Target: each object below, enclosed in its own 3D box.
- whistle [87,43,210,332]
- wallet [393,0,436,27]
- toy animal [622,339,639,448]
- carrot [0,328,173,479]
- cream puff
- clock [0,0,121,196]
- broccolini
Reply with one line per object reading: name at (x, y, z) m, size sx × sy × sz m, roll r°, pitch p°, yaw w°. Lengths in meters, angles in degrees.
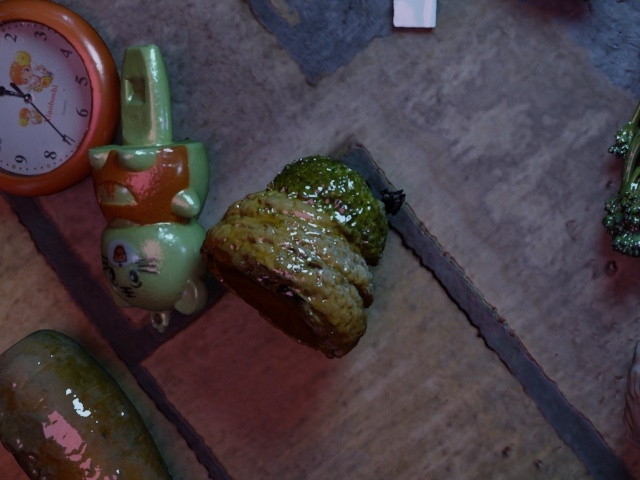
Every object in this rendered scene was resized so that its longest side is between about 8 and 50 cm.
whistle at (-0.170, -0.050, 1.822) m, size 0.131 × 0.106 × 0.288 m, roll 4°, pitch 102°, yaw 43°
wallet at (0.093, -0.249, 1.779) m, size 0.044 × 0.011 × 0.083 m, roll 3°, pitch 97°, yaw 17°
toy animal at (0.402, 0.099, 1.619) m, size 0.358 × 0.188 × 0.227 m, roll -26°, pitch 56°, yaw 45°
carrot at (-0.224, 0.228, 1.865) m, size 0.138 × 0.139 × 0.302 m, roll -39°, pitch 91°, yaw 16°
cream puff at (0.000, 0.000, 1.767) m, size 0.183 × 0.183 × 0.169 m, roll 35°, pitch 76°, yaw 11°
clock at (-0.300, -0.147, 1.886) m, size 0.205 × 0.051 × 0.205 m, roll 2°, pitch 97°, yaw 17°
broccolini at (0.312, -0.178, 1.706) m, size 0.074 × 0.079 × 0.392 m, roll 6°, pitch 90°, yaw 25°
